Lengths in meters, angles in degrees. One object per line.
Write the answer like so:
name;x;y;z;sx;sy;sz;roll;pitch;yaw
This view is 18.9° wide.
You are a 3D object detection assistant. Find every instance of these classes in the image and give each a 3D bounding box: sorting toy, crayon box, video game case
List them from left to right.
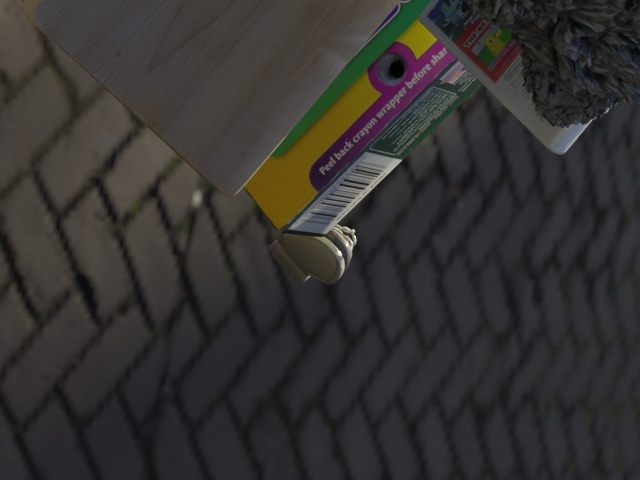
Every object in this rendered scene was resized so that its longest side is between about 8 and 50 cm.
sorting toy;-0.085;-0.213;1.542;0.257;0.089;0.255;-50;130;-4
crayon box;0.014;-0.239;1.765;0.363;0.313;0.106;-44;160;18
video game case;0.190;-0.195;1.465;0.201;0.183;0.023;-51;142;15

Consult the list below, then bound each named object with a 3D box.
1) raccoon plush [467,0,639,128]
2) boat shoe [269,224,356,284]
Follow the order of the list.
raccoon plush;0.284;-0.150;1.192;0.299;0.446;0.216;-35;116;-1
boat shoe;0.000;0.000;1.975;0.065;0.206;0.075;-41;95;-13
